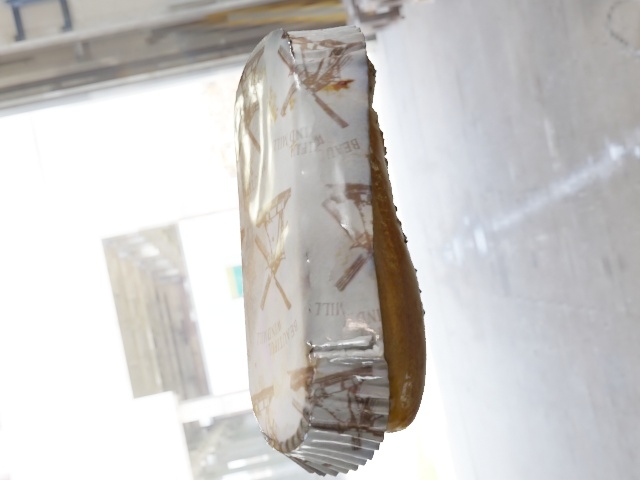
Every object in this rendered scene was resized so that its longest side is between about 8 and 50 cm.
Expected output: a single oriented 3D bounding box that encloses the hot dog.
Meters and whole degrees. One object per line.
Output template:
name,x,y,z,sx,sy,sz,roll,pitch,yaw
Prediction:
hot dog,0.000,0.000,0.515,0.108,0.059,0.191,-34,57,55
